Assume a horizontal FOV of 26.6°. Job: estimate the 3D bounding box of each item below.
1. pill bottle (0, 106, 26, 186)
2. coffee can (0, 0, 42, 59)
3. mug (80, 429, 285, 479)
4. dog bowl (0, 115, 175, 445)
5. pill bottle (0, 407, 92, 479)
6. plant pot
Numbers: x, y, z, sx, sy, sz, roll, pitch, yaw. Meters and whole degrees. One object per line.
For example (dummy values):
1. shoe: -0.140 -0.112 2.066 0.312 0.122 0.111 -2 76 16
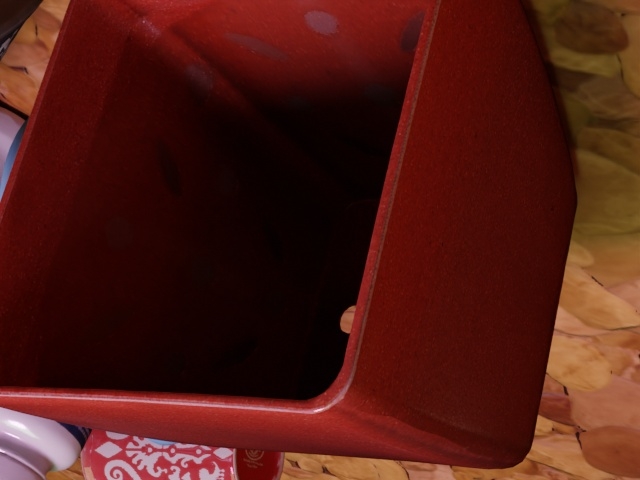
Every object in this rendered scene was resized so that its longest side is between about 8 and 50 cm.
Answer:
1. pill bottle: -0.286 -0.009 1.042 0.124 0.124 0.221 30 149 -12
2. coffee can: -0.276 -0.136 0.752 0.201 0.201 0.275 32 150 -15
3. mug: -0.120 0.195 1.308 0.169 0.150 0.113 -2 106 31
4. dog bowl: -0.110 0.026 0.951 0.074 0.166 0.297 -6 140 23
5. pill bottle: -0.251 0.141 1.197 0.112 0.186 0.112 17 150 10
6. plant pot: 0.000 0.000 0.749 0.267 0.267 0.236 -2 155 38
